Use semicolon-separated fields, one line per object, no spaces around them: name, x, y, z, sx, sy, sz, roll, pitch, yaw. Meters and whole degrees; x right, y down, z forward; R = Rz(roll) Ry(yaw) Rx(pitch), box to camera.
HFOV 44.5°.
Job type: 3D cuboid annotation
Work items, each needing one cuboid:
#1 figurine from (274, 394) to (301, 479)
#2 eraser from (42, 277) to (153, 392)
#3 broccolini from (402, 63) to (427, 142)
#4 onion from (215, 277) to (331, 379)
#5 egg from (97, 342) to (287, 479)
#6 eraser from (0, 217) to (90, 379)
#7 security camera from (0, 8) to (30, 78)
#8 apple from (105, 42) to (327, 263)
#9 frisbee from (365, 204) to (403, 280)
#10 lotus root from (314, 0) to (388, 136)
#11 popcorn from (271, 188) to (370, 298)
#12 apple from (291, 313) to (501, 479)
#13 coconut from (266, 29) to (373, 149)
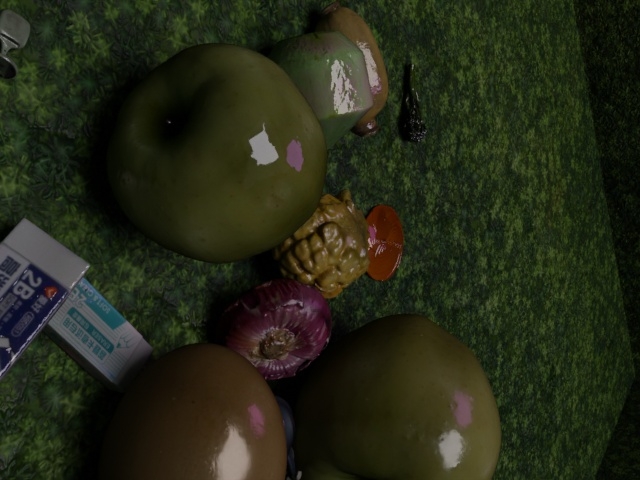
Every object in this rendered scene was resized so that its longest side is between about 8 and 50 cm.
figurine;-0.118;0.430;1.503;0.197;0.175;0.265;1;84;-48
eraser;-0.367;0.142;1.249;0.225;0.052;0.095;57;49;-38
broccolini;0.230;-0.349;2.009;0.091;0.068;0.202;13;66;-65
onion;-0.093;0.156;1.518;0.230;0.230;0.163;57;13;-38
egg;-0.203;0.355;1.271;0.301;0.301;0.374;22;79;-51
eraser;-0.439;0.084;1.104;0.124;0.068;0.210;37;58;-8
security camera;-0.450;-0.285;1.123;0.058;0.058;0.092;43;48;-45
apple;-0.157;-0.129;1.278;0.357;0.357;0.357;-5;96;-52
frisbee;0.162;0.006;1.943;0.192;0.035;0.192;-6;97;-53
lotus root;0.067;-0.368;1.706;0.131;0.146;0.303;-90;164;-70
popcorn;0.000;0.000;1.594;0.250;0.190;0.250;-14;90;-76
apple;0.159;0.388;1.647;0.473;0.473;0.473;-5;96;-52
coconut;-0.002;-0.297;1.567;0.236;0.204;0.236;-5;98;-40
